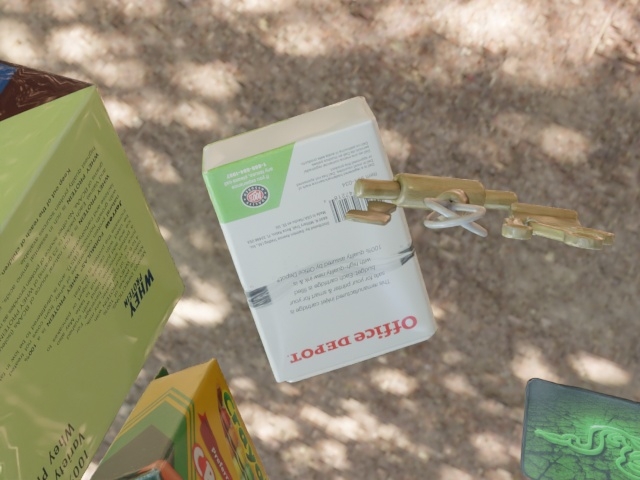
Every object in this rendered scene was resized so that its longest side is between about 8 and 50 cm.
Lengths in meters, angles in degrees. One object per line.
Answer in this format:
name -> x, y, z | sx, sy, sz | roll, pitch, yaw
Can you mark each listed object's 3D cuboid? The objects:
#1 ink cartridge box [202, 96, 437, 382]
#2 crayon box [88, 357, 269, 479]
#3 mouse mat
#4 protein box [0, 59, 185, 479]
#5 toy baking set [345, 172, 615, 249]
ink cartridge box -> 0.000, 0.000, 1.355 | 0.198, 0.115, 0.273 | -17, 111, 1
crayon box -> -0.112, 0.243, 1.104 | 0.081, 0.318, 0.202 | -21, 102, 9
mouse mat -> 0.299, 0.215, 1.207 | 0.189, 0.007, 0.153 | 11, 130, 20
protein box -> -0.197, 0.036, 0.643 | 0.136, 0.200, 0.201 | 16, 151, 19
toy baking set -> 0.119, -0.028, 0.950 | 0.256, 0.030, 0.197 | 5, -172, -22
